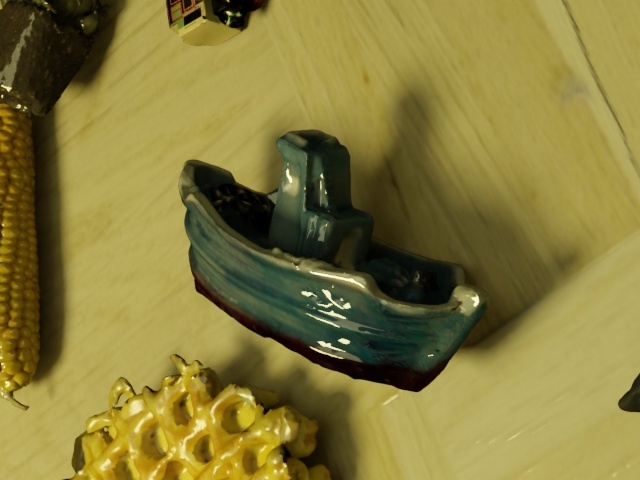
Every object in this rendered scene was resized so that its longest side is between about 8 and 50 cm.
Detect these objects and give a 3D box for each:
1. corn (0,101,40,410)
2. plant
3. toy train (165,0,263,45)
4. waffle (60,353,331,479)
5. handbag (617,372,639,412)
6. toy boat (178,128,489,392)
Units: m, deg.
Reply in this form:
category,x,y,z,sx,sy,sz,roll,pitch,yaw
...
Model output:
category,x,y,z,sx,sy,sz,roll,pitch,yaw
corn,-0.307,0.003,1.364,0.101,0.101,0.310,-15,75,38
plant,-0.249,-0.186,1.338,0.092,0.094,0.143,10,71,47
toy train,-0.092,-0.234,1.250,0.087,0.050,0.138,-22,69,40
waffle,-0.108,0.244,1.178,0.329,0.062,0.329,-5,82,42
handbag,0.308,0.050,0.837,0.211,0.089,0.254,42,106,39
toy boat,0.000,0.000,1.078,0.309,0.129,0.142,26,114,41
